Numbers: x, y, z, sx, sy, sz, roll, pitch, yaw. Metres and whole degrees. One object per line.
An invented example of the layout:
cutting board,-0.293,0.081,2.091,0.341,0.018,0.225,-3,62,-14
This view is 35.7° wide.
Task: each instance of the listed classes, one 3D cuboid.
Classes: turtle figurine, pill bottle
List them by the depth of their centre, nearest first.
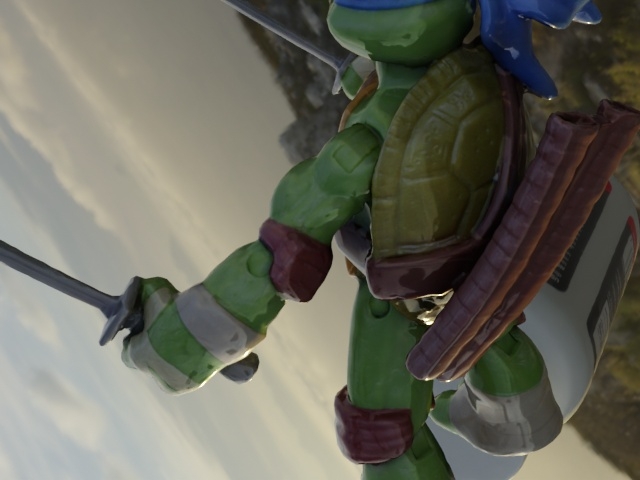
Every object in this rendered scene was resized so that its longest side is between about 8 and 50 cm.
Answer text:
turtle figurine,0.000,0.000,0.443,0.198,0.274,0.266,-78,-25,-59
pill bottle,0.157,0.059,0.852,0.176,0.318,0.176,15,126,21
